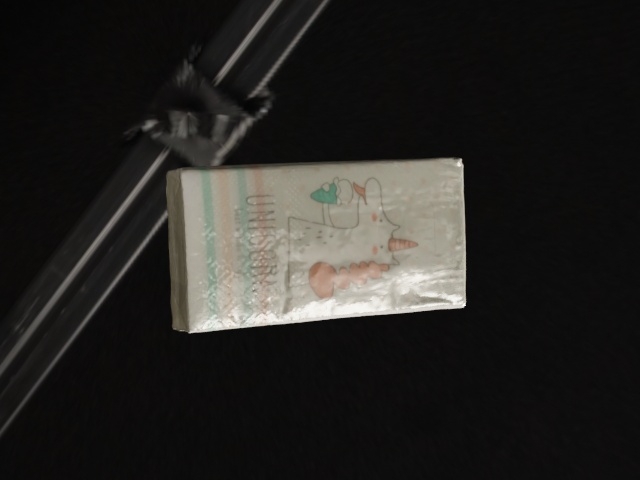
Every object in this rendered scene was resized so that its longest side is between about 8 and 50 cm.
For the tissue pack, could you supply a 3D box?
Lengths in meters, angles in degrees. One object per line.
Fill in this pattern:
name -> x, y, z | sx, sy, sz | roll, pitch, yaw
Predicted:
tissue pack -> 0.000, 0.000, 0.534 | 0.108, 0.023, 0.056 | -2, -86, -25
